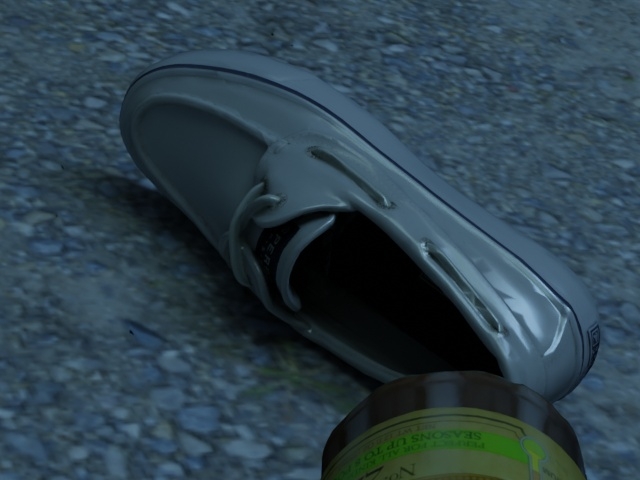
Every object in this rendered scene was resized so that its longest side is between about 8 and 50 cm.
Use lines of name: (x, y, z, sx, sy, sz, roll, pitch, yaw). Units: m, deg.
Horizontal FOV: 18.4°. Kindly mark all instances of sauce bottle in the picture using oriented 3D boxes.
sauce bottle: (0.044, 0.175, 0.627, 0.111, 0.111, 0.344, 12, 30, -5)

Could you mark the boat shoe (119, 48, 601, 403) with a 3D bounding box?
boat shoe: (0.000, 0.000, 0.916, 0.267, 0.096, 0.088, 37, 32, 18)
